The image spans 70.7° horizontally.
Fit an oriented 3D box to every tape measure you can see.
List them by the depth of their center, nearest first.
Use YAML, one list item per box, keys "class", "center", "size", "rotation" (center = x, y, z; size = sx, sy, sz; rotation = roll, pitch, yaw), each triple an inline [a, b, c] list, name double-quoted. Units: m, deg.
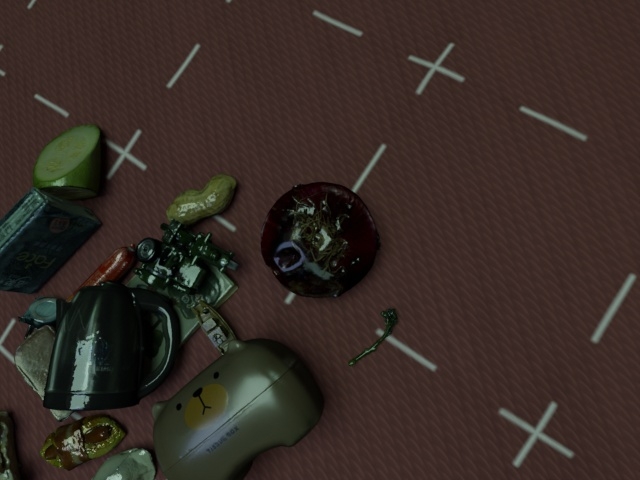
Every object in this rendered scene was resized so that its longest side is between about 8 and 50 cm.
- class: "tape measure"
  center: [-0.840, 0.261, 1.375]
  size: [0.106, 0.104, 0.180]
  rotation: [19, 116, -6]

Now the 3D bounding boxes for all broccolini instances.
- class: "broccolini"
  center: [0.146, 0.263, 1.190]
  size: [0.052, 0.054, 0.194]
  rotation: [35, 90, -5]

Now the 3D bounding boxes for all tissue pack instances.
- class: "tissue pack"
  center: [-0.205, 0.419, 1.106]
  size: [0.387, 0.267, 0.277]
  rotation: [-39, 80, 4]
- class: "tissue pack"
  center: [-0.840, 0.008, 1.321]
  size: [0.316, 0.228, 0.103]
  rotation: [-46, 71, 1]

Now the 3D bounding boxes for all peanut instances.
- class: "peanut"
  center: [-0.345, -0.113, 1.320]
  size: [0.229, 0.098, 0.103]
  rotation: [-25, 100, 2]

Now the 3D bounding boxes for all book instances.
- class: "book"
  center: [-0.451, 0.179, 1.315]
  size: [0.260, 0.043, 0.371]
  rotation: [42, 90, 15]

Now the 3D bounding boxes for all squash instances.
- class: "squash"
  center: [-0.775, -0.260, 1.378]
  size: [0.189, 0.189, 0.261]
  rotation: [-6, 82, 9]

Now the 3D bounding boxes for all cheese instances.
- class: "cheese"
  center: [-0.953, 0.637, 1.282]
  size: [0.233, 0.127, 0.266]
  rotation: [-26, 78, 5]

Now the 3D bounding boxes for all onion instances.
- class: "onion"
  center: [0.000, 0.000, 1.180]
  size: [0.313, 0.232, 0.315]
  rotation: [-1, 97, -8]

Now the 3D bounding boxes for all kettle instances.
- class: "kettle"
  center: [-0.544, 0.269, 1.208]
  size: [0.320, 0.228, 0.325]
  rotation: [4, 77, -12]

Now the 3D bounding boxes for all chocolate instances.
- class: "chocolate"
  center: [-0.757, 0.375, 1.315]
  size: [0.161, 0.083, 0.261]
  rotation: [-38, 85, -1]

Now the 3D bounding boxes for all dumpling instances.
- class: "dumpling"
  center: [-0.531, 0.656, 1.219]
  size: [0.180, 0.111, 0.155]
  rotation: [-22, 108, 13]

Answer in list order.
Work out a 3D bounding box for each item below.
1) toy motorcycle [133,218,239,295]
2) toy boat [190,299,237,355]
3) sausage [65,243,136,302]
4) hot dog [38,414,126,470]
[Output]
- class: "toy motorcycle"
  center: [-0.373, 0.059, 1.235]
  size: [0.275, 0.127, 0.205]
  rotation: [26, 82, 20]
- class: "toy boat"
  center: [-0.280, 0.252, 1.230]
  size: [0.064, 0.072, 0.206]
  rotation: [-36, 94, -1]
- class: "sausage"
  center: [-0.645, 0.115, 1.345]
  size: [0.074, 0.074, 0.274]
  rotation: [44, 90, 14]
- class: "hot dog"
  center: [-0.684, 0.566, 1.261]
  size: [0.261, 0.093, 0.123]
  rotation: [-26, 77, 5]
